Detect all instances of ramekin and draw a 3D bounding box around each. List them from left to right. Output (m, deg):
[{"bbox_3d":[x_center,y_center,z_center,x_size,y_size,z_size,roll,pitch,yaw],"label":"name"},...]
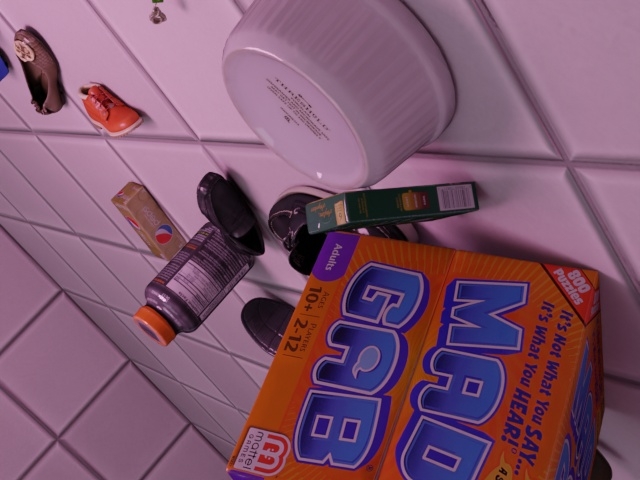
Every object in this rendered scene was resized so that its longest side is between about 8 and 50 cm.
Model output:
[{"bbox_3d":[0.007,-0.175,1.136,0.273,0.127,0.273,35,159,16],"label":"ramekin"}]

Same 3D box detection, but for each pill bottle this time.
[{"bbox_3d":[-0.253,0.090,1.949,0.130,0.246,0.130,35,159,16],"label":"pill bottle"}]

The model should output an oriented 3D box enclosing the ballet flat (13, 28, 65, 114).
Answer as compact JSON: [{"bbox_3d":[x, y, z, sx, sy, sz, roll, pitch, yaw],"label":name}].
[{"bbox_3d":[-0.543,-0.314,1.915,0.084,0.058,0.250,36,159,11],"label":"ballet flat"}]

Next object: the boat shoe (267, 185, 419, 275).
[{"bbox_3d":[0.003,0.003,1.518,0.340,0.113,0.127,13,145,51],"label":"boat shoe"}]

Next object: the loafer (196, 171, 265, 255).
[{"bbox_3d":[-0.152,-0.044,1.760,0.078,0.076,0.223,23,158,28],"label":"loafer"}]

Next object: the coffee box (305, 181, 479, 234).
[{"bbox_3d":[0.087,-0.041,1.216,0.113,0.184,0.040,166,97,-65],"label":"coffee box"}]

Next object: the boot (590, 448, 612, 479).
[{"bbox_3d":[0.357,0.293,1.527,0.219,0.082,0.106,37,162,16],"label":"boot"}]

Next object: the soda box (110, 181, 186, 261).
[{"bbox_3d":[-0.368,-0.040,2.150,0.058,0.061,0.181,20,151,45],"label":"soda box"}]

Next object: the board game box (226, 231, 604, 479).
[{"bbox_3d":[0.151,0.253,1.292,0.356,0.356,0.356,9,147,23],"label":"board game box"}]

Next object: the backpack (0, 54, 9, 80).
[{"bbox_3d":[-0.708,-0.361,2.052,0.120,0.101,0.098,31,164,16],"label":"backpack"}]

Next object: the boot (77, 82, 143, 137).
[{"bbox_3d":[-0.382,-0.236,1.795,0.158,0.059,0.084,22,147,44],"label":"boot"}]

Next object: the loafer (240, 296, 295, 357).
[{"bbox_3d":[-0.033,0.221,2.038,0.302,0.109,0.095,28,160,25],"label":"loafer"}]

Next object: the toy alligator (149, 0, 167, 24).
[{"bbox_3d":[-0.212,-0.348,1.290,0.190,0.056,0.051,121,141,-70],"label":"toy alligator"}]

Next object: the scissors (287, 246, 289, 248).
[{"bbox_3d":[0.052,0.086,1.729,0.297,0.021,0.109,35,157,20],"label":"scissors"}]
